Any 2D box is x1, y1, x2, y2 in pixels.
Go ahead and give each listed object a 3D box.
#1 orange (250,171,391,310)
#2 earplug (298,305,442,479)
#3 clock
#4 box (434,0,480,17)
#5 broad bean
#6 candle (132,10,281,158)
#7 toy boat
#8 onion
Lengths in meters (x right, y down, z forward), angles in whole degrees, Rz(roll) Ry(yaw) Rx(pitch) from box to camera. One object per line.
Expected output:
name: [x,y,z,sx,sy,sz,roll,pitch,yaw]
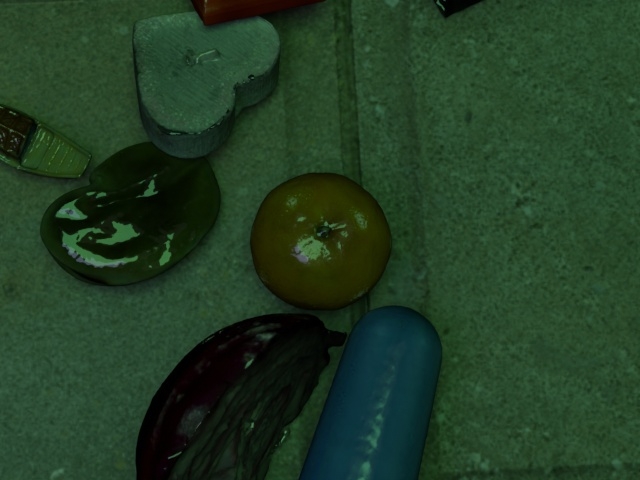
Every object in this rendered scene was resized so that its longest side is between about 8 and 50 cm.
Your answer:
orange: [0.000,0.000,1.602,0.156,0.124,0.156,-1,78,3]
earplug: [0.056,0.200,1.561,0.132,0.132,0.273,16,74,3]
clock: [-0.076,-0.311,1.673,0.155,0.061,0.113,-13,47,-16]
box: [0.165,-0.471,1.648,0.204,0.251,0.345,-25,78,-6]
broad bean: [-0.209,-0.027,1.631,0.206,0.072,0.153,-23,79,-6]
candle: [-0.145,-0.191,1.656,0.168,0.068,0.192,35,64,17]
toy boat: [-0.339,-0.114,1.653,0.172,0.066,0.065,25,76,5]
onion: [-0.116,0.181,1.499,0.146,0.280,0.314,29,78,20]
